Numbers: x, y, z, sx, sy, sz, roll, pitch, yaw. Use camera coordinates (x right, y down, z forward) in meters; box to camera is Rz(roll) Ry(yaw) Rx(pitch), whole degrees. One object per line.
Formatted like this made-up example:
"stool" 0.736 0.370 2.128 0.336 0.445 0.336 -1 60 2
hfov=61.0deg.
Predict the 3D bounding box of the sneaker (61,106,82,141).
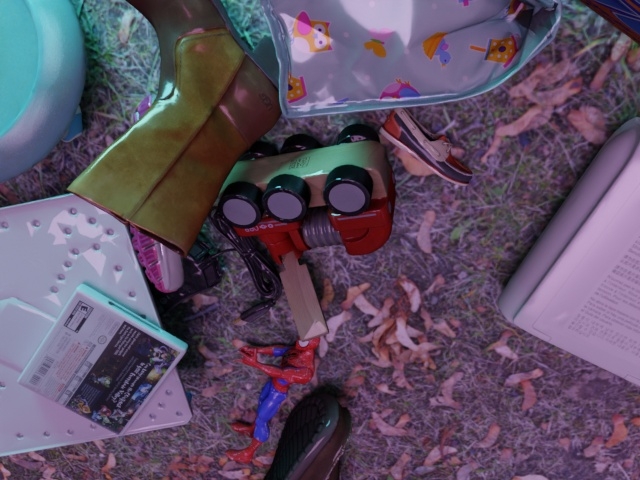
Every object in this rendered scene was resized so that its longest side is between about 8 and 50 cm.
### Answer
"sneaker" -0.444 -0.165 0.760 0.228 0.087 0.092 -7 112 15

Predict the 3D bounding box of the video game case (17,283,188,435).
"video game case" -0.315 0.178 0.786 0.173 0.022 0.190 34 106 -14

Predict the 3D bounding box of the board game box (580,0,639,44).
"board game box" 0.401 -0.282 0.366 0.356 0.356 0.356 27 117 -14

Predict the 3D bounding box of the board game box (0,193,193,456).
"board game box" -0.424 0.135 0.804 0.389 0.050 0.390 -11 112 3

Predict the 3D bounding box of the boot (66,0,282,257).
"boot" -0.195 -0.160 0.635 0.264 0.096 0.280 37 75 -17

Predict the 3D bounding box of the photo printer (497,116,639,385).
"photo printer" 0.410 0.018 0.670 0.256 0.107 0.308 25 115 -1

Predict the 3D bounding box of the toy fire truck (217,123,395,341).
"toy fire truck" 0.000 0.000 0.734 0.217 0.159 0.246 -6 133 19

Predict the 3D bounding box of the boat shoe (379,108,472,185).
"boat shoe" 0.141 -0.120 0.693 0.137 0.049 0.043 35 113 -1

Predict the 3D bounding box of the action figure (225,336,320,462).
"action figure" -0.104 0.230 0.867 0.139 0.091 0.280 27 117 -16

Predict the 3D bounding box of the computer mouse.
"computer mouse" -0.185 0.067 0.837 0.262 0.060 0.184 -31 109 16

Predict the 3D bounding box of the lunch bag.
"lunch bag" 0.091 -0.234 0.552 0.262 0.223 0.160 -6 120 13

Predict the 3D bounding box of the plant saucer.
"plant saucer" -0.456 -0.226 0.688 0.317 0.044 0.318 0 90 6

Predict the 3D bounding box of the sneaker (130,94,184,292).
"sneaker" -0.182 -0.058 0.715 0.111 0.103 0.252 0 94 -33

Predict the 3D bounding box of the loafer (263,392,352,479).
"loafer" -0.019 0.405 0.928 0.130 0.134 0.366 18 120 -11
